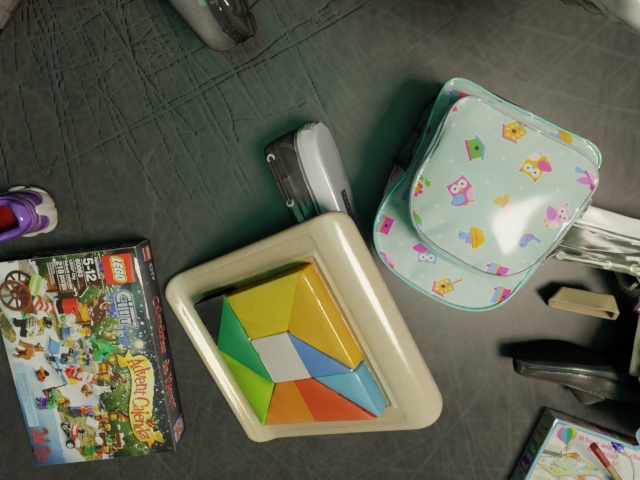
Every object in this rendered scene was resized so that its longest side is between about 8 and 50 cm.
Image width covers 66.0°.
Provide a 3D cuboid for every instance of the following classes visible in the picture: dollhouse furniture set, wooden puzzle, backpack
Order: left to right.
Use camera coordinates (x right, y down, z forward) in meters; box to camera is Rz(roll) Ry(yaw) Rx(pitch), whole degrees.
[{"bbox_3d":[-0.031,0.106,0.489,0.238,0.044,0.221,-22,101,32],"label":"wooden puzzle"},{"bbox_3d":[0.138,-0.031,0.451,0.165,0.144,0.189,28,106,1],"label":"backpack"},{"bbox_3d":[0.296,0.104,0.517,0.114,0.091,0.081,10,72,27],"label":"dollhouse furniture set"}]

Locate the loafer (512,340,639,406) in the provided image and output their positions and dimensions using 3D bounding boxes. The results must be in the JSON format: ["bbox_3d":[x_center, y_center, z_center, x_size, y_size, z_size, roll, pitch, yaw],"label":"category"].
[{"bbox_3d":[0.288,0.150,0.529,0.169,0.062,0.061,7,106,1],"label":"loafer"}]

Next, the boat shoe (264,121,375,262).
[{"bbox_3d":[0.000,0.000,0.498,0.076,0.080,0.229,-13,106,23],"label":"boat shoe"}]

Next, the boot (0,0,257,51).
[{"bbox_3d":[-0.228,-0.256,0.440,0.222,0.118,0.338,-38,87,10],"label":"boot"}]

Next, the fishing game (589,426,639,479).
[{"bbox_3d":[0.393,0.158,0.493,0.264,0.041,0.189,-42,123,1],"label":"fishing game"}]

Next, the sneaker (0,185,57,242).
[{"bbox_3d":[-0.361,-0.019,0.498,0.169,0.071,0.068,-14,101,4],"label":"sneaker"}]

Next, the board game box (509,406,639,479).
[{"bbox_3d":[0.313,0.266,0.568,0.154,0.026,0.104,20,101,-3],"label":"board game box"}]

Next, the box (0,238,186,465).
[{"bbox_3d":[-0.249,0.123,0.538,0.159,0.044,0.233,-7,101,2],"label":"box"}]

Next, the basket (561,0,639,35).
[{"bbox_3d":[0.145,-0.351,0.264,0.328,0.266,0.331,24,113,-26],"label":"basket"}]

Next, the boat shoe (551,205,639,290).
[{"bbox_3d":[0.327,0.018,0.497,0.219,0.078,0.070,17,100,6],"label":"boat shoe"}]
